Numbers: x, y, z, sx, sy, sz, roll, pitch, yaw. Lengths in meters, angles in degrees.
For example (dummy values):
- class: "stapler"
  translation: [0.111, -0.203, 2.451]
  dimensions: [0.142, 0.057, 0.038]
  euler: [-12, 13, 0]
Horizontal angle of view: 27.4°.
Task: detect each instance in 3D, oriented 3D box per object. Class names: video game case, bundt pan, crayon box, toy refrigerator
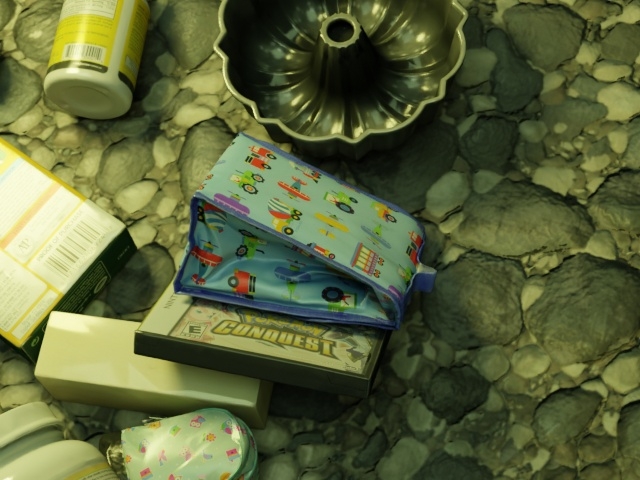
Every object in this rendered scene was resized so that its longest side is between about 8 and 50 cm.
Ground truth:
- class: "video game case"
  translation: [-0.052, 0.087, 1.563]
  dimensions: [0.275, 0.035, 0.248]
  euler: [10, 26, 9]
- class: "bundt pan"
  translation: [0.029, -0.246, 1.737]
  dimensions: [0.331, 0.124, 0.331]
  euler: [-2, 67, 4]
- class: "crayon box"
  translation: [-0.426, -0.014, 1.696]
  dimensions: [0.323, 0.083, 0.203]
  euler: [34, 73, 17]
- class: "toy refrigerator"
  translation: [-0.195, 0.154, 1.592]
  dimensions: [0.269, 0.102, 0.094]
  euler: [6, 67, 8]

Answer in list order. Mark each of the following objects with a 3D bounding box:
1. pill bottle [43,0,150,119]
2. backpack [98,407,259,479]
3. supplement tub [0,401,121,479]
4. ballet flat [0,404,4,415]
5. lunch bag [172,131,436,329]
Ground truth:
- class: "pill bottle"
  translation: [-0.297, -0.281, 1.782]
  dimensions: [0.119, 0.119, 0.208]
  euler: [6, 67, 7]
- class: "backpack"
  translation: [-0.160, 0.271, 1.531]
  dimensions: [0.182, 0.115, 0.152]
  euler: [-14, 64, -3]
- class: "supplement tub"
  translation: [-0.279, 0.361, 1.374]
  dimensions: [0.241, 0.241, 0.331]
  euler: [-35, 79, -10]
- class: "ballet flat"
  translation: [-0.498, 0.305, 1.555]
  dimensions: [0.316, 0.107, 0.106]
  euler: [-40, 83, -12]
- class: "lunch bag"
  translation: [0.000, 0.000, 1.584]
  dimensions: [0.293, 0.138, 0.221]
  euler: [16, 26, 4]
